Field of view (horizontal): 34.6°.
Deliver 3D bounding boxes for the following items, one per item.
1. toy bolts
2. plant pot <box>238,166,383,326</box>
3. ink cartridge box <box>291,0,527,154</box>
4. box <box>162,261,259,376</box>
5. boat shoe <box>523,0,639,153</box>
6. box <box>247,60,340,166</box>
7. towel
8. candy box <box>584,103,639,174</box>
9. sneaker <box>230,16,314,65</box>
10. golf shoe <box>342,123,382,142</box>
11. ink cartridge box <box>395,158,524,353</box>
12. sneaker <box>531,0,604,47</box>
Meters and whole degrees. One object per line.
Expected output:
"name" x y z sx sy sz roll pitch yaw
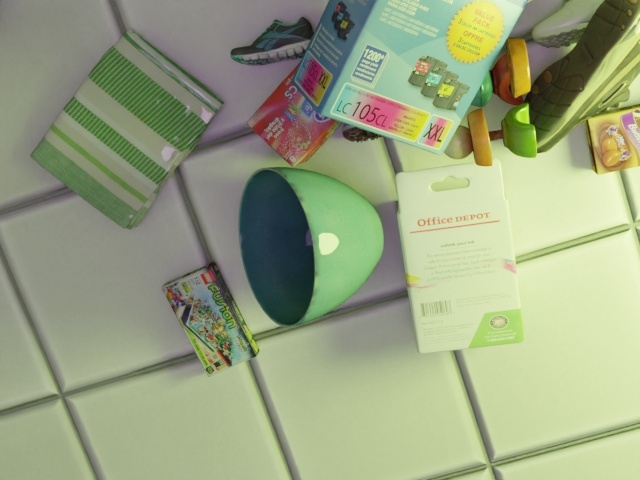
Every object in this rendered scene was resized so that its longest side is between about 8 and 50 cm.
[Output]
"toy bolts" 0.278 -0.262 1.796 0.159 0.228 0.218 -8 125 7
"plant pot" 0.000 0.000 1.892 0.196 0.290 0.290 -9 106 -29
"ink cartridge box" 0.162 -0.367 1.668 0.270 0.151 0.395 14 112 -32
"box" -0.218 0.157 2.049 0.114 0.036 0.207 -25 101 10
"boat shoe" 0.485 -0.274 1.802 0.130 0.132 0.355 16 135 -24
"box" 0.003 -0.268 1.870 0.122 0.128 0.257 44 103 2
"towel" -0.369 -0.210 1.972 0.248 0.038 0.325 39 106 -4
"candy box" 0.588 -0.195 1.884 0.187 0.053 0.109 -12 102 6
"sneaker" -0.087 -0.370 1.901 0.167 0.065 0.076 -10 87 4
"golf shoe" 0.120 -0.248 1.912 0.186 0.067 0.086 -26 67 17
"ink cartridge box" 0.258 0.020 1.931 0.207 0.119 0.353 -7 104 7
"sneaker" 0.486 -0.416 1.830 0.235 0.090 0.094 -18 85 8
